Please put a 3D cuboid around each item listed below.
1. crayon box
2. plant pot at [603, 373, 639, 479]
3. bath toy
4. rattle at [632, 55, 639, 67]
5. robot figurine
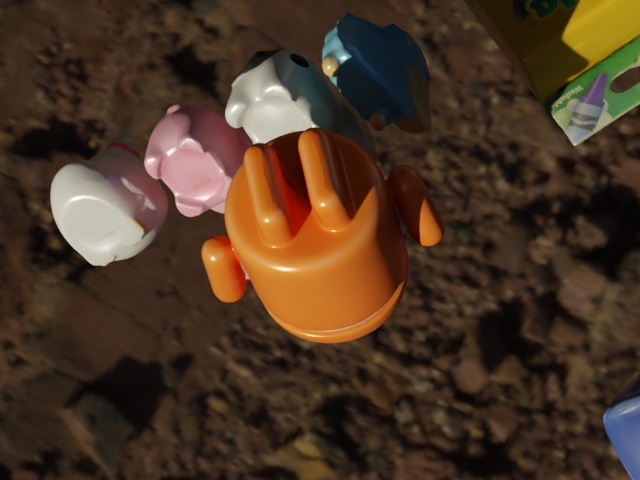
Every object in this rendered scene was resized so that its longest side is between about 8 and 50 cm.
[{"bbox_3d":[0.217,-0.267,1.544,0.203,0.323,0.083,-33,149,3],"label":"crayon box"},{"bbox_3d":[0.289,0.098,0.726,0.236,0.236,0.212,-19,84,-61],"label":"plant pot"},{"bbox_3d":[-0.075,-0.081,1.529,0.151,0.348,0.129,55,27,-26],"label":"bath toy"},{"bbox_3d":[0.324,-0.263,1.884,0.199,0.130,0.143,-1,79,-43],"label":"rattle"},{"bbox_3d":[0.002,0.000,1.350,0.158,0.128,0.219,-50,154,-15],"label":"robot figurine"}]
